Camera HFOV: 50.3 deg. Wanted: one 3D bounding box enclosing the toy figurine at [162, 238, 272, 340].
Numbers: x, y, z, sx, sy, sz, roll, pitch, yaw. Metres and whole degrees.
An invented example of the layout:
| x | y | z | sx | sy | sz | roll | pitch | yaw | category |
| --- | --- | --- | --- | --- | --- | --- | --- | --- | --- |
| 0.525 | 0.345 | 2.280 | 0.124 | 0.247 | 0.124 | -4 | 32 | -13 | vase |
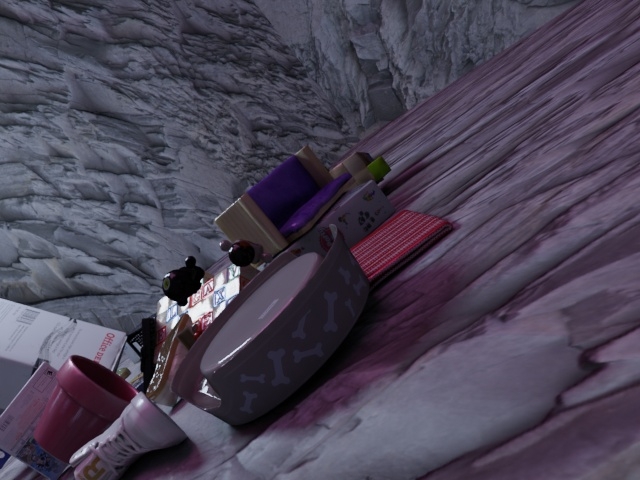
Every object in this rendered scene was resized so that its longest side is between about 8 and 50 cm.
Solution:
| x | y | z | sx | sy | sz | roll | pitch | yaw | category |
| --- | --- | --- | --- | --- | --- | --- | --- | --- | --- |
| -0.170 | 0.108 | 1.297 | 0.210 | 0.213 | 0.148 | -26 | 0 | 5 | toy figurine |

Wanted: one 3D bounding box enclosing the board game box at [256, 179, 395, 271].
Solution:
| x | y | z | sx | sy | sz | roll | pitch | yaw | category |
| --- | --- | --- | --- | --- | --- | --- | --- | --- | --- |
| 0.000 | 0.000 | 1.592 | 0.303 | 0.097 | 0.224 | -40 | 7 | -19 | board game box |

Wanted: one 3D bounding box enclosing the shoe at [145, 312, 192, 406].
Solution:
| x | y | z | sx | sy | sz | roll | pitch | yaw | category |
| --- | --- | --- | --- | --- | --- | --- | --- | --- | --- |
| -0.303 | 0.249 | 1.428 | 0.076 | 0.058 | 0.219 | -41 | 26 | 39 | shoe |

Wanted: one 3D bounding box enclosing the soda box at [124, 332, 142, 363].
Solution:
| x | y | z | sx | sy | sz | roll | pitch | yaw | category |
| --- | --- | --- | --- | --- | --- | --- | --- | --- | --- |
| -0.552 | 0.304 | 2.344 | 0.286 | 0.091 | 0.098 | -35 | 7 | 19 | soda box |

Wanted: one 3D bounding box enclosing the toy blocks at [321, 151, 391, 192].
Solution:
| x | y | z | sx | sy | sz | roll | pitch | yaw | category |
| --- | --- | --- | --- | --- | --- | --- | --- | --- | --- |
| 0.041 | -0.129 | 1.955 | 0.381 | 0.190 | 0.261 | -37 | -3 | 16 | toy blocks |

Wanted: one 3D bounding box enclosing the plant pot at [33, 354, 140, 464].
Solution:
| x | y | z | sx | sy | sz | roll | pitch | yaw | category |
| --- | --- | --- | --- | --- | --- | --- | --- | --- | --- |
| -0.515 | 0.377 | 1.487 | 0.180 | 0.201 | 0.201 | -54 | 10 | -6 | plant pot |

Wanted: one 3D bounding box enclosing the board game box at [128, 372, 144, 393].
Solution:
| x | y | z | sx | sy | sz | roll | pitch | yaw | category |
| --- | --- | --- | --- | --- | --- | --- | --- | --- | --- |
| -0.426 | 0.349 | 1.711 | 0.243 | 0.042 | 0.165 | -42 | 8 | -24 | board game box |

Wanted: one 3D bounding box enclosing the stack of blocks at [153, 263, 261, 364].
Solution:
| x | y | z | sx | sy | sz | roll | pitch | yaw | category |
| --- | --- | --- | --- | --- | --- | --- | --- | --- | --- |
| -0.251 | 0.160 | 1.551 | 0.297 | 0.087 | 0.171 | -33 | 44 | 30 | stack of blocks |

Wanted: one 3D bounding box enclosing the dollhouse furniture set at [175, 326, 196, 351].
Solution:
| x | y | z | sx | sy | sz | roll | pitch | yaw | category |
| --- | --- | --- | --- | --- | --- | --- | --- | --- | --- |
| -0.252 | 0.238 | 1.324 | 0.091 | 0.114 | 0.081 | -36 | 12 | -2 | dollhouse furniture set |

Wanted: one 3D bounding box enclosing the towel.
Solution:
| x | y | z | sx | sy | sz | roll | pitch | yaw | category |
| --- | --- | --- | --- | --- | --- | --- | --- | --- | --- |
| 0.116 | 0.017 | 1.216 | 0.199 | 0.031 | 0.275 | -37 | 10 | -2 | towel |

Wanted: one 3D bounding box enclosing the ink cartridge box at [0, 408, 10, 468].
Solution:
| x | y | z | sx | sy | sz | roll | pitch | yaw | category |
| --- | --- | --- | --- | --- | --- | --- | --- | --- | --- |
| -0.890 | 0.469 | 2.038 | 0.151 | 0.270 | 0.395 | -36 | 28 | 33 | ink cartridge box |

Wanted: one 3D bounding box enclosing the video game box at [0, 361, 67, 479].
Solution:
| x | y | z | sx | sy | sz | roll | pitch | yaw | category |
| --- | --- | --- | --- | --- | --- | --- | --- | --- | --- |
| -0.625 | 0.415 | 1.570 | 0.205 | 0.187 | 0.048 | -58 | 13 | -29 | video game box |

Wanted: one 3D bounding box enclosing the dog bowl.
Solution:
| x | y | z | sx | sy | sz | roll | pitch | yaw | category |
| --- | --- | --- | --- | --- | --- | --- | --- | --- | --- |
| -0.069 | 0.130 | 1.039 | 0.349 | 0.102 | 0.349 | -42 | 11 | 11 | dog bowl |

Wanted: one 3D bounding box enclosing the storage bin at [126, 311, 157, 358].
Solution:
| x | y | z | sx | sy | sz | roll | pitch | yaw | category |
| --- | --- | --- | --- | --- | --- | --- | --- | --- | --- |
| -0.480 | 0.288 | 2.008 | 0.180 | 0.122 | 0.084 | -29 | 13 | 50 | storage bin |

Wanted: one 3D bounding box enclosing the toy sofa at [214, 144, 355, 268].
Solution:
| x | y | z | sx | sy | sz | roll | pitch | yaw | category |
| --- | --- | --- | --- | --- | --- | --- | --- | --- | --- |
| -0.072 | -0.102 | 1.609 | 0.177 | 0.150 | 0.362 | -35 | 7 | 33 | toy sofa |

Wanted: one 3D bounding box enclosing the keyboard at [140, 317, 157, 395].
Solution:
| x | y | z | sx | sy | sz | roll | pitch | yaw | category |
| --- | --- | --- | --- | --- | --- | --- | --- | --- | --- |
| -0.393 | 0.269 | 1.569 | 0.023 | 0.180 | 0.108 | -4 | -7 | 1 | keyboard |

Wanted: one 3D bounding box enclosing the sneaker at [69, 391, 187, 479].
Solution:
| x | y | z | sx | sy | sz | roll | pitch | yaw | category |
| --- | --- | --- | --- | --- | --- | --- | --- | --- | --- |
| -0.318 | 0.340 | 1.107 | 0.169 | 0.108 | 0.292 | -44 | 0 | -24 | sneaker |

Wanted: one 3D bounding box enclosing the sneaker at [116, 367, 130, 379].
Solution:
| x | y | z | sx | sy | sz | roll | pitch | yaw | category |
| --- | --- | --- | --- | --- | --- | --- | --- | --- | --- |
| -0.719 | 0.462 | 2.215 | 0.192 | 0.086 | 0.064 | -40 | 8 | -12 | sneaker |

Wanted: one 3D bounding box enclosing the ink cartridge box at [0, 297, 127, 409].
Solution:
| x | y | z | sx | sy | sz | roll | pitch | yaw | category |
| --- | --- | --- | --- | --- | --- | --- | --- | --- | --- |
| -0.765 | 0.332 | 1.872 | 0.285 | 0.395 | 0.166 | -98 | 27 | -69 | ink cartridge box |
